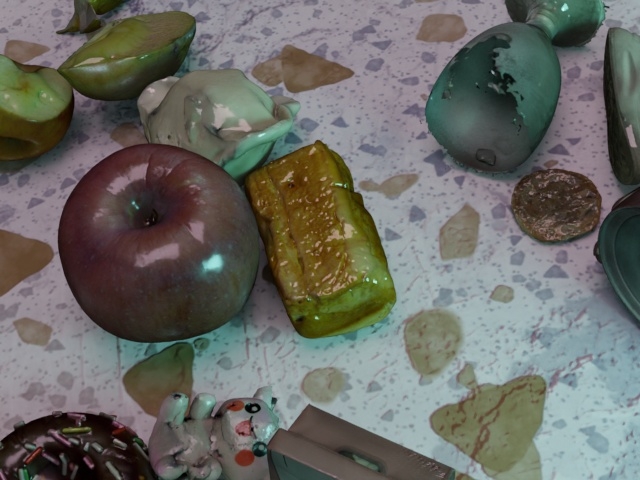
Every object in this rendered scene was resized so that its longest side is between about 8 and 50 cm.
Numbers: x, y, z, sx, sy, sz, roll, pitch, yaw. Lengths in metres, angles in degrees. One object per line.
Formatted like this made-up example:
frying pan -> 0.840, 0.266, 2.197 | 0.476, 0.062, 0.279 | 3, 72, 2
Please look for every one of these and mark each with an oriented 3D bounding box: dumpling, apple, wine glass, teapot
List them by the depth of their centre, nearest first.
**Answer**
teapot -> 0.538, -0.029, 1.614 | 0.312, 0.233, 0.315 | -33, 26, -24
apple -> -0.227, 0.012, 1.675 | 0.305, 0.235, 0.306 | -5, 55, 7
wine glass -> 0.304, -0.269, 1.843 | 0.190, 0.190, 0.357 | 20, 53, 23
dumpling -> -0.140, -0.173, 1.863 | 0.243, 0.187, 0.318 | -16, 28, -38
apple -> -0.506, -0.221, 1.948 | 0.195, 0.160, 0.173 | 12, 62, -33
apple -> -0.299, -0.304, 1.985 | 0.193, 0.120, 0.265 | -6, 27, 16

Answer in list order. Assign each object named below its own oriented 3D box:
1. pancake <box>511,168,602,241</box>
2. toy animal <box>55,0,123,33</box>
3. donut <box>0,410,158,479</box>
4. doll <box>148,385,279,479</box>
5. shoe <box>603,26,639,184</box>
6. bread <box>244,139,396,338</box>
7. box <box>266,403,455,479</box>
pancake -> 0.352, -0.053, 1.762 | 0.139, 0.022, 0.139 | -5, 51, 6
toy animal -> -0.429, -0.431, 2.133 | 0.155, 0.095, 0.219 | -14, 25, 24
donut -> -0.333, 0.335, 1.523 | 0.269, 0.103, 0.270 | -5, 50, 6
doll -> -0.128, 0.266, 1.542 | 0.192, 0.095, 0.149 | -2, 55, -9
shoe -> 0.516, -0.208, 1.798 | 0.159, 0.124, 0.316 | -1, 50, 5
bread -> 0.000, 0.000, 1.711 | 0.167, 0.132, 0.294 | -18, 53, -4
box -> 0.053, 0.320, 1.399 | 0.215, 0.215, 0.086 | 20, 48, 25
